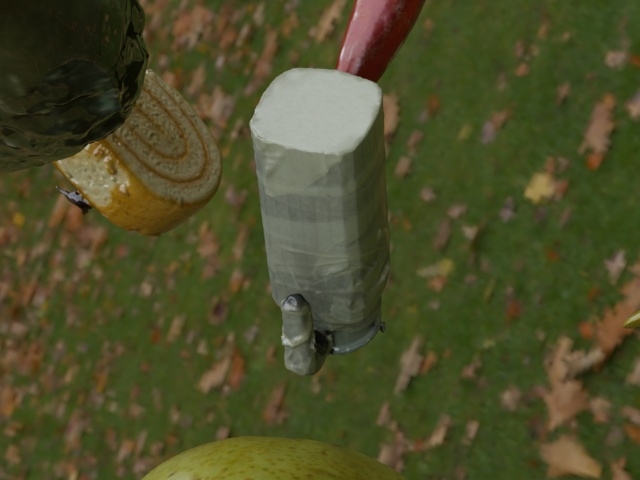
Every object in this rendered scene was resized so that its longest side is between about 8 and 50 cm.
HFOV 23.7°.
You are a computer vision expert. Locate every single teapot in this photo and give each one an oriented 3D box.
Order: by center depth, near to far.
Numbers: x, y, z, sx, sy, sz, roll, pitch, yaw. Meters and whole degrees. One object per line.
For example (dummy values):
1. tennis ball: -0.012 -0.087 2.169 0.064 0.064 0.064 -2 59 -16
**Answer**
1. teapot: 0.000 0.000 0.962 0.200 0.077 0.107 84 -158 -48

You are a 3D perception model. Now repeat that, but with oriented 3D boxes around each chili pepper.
1. chili pepper: 0.056 -0.221 1.179 0.071 0.063 0.272 -7 63 40

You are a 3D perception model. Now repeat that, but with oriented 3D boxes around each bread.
1. bread: -0.149 -0.075 1.183 0.073 0.149 0.122 -35 10 38

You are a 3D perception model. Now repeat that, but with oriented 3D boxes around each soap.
1. soap: 0.262 0.045 1.123 0.089 0.034 0.012 -30 79 32

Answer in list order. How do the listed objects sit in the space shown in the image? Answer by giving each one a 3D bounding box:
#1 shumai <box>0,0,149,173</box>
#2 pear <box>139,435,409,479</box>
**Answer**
1. shumai: -0.264 -0.217 0.761 0.324 0.397 0.323 121 159 -71
2. pear: -0.031 0.274 1.073 0.304 0.304 0.304 -47 31 39
